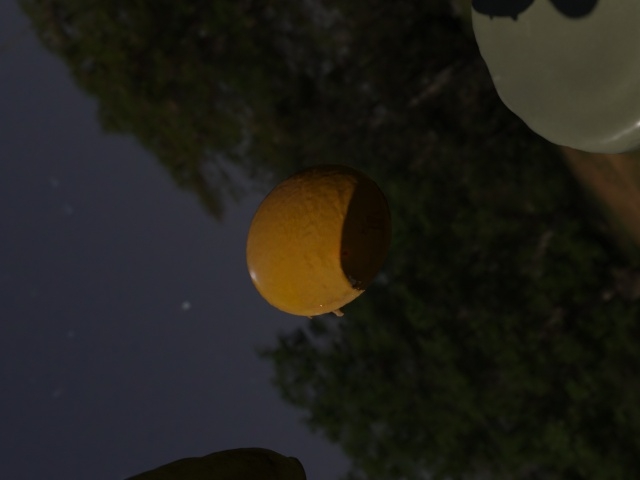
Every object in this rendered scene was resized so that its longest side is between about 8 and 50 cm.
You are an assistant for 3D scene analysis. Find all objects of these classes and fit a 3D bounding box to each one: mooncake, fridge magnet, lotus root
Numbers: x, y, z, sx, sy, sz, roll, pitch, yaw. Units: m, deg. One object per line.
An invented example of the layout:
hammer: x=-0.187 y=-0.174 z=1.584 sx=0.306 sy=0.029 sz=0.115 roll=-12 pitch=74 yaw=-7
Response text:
mooncake: x=0.292 y=-0.218 z=1.705 sx=0.135 sy=0.275 sz=0.275 roll=-14 pitch=-113 yaw=-54
fridge magnet: x=0.000 y=0.000 z=1.480 sx=0.063 sy=0.143 sz=0.143 roll=38 pitch=-161 yaw=-54
lotus root: x=-0.099 y=0.216 z=1.216 sx=0.258 sy=0.097 sz=0.110 roll=-10 pitch=-106 yaw=-51
